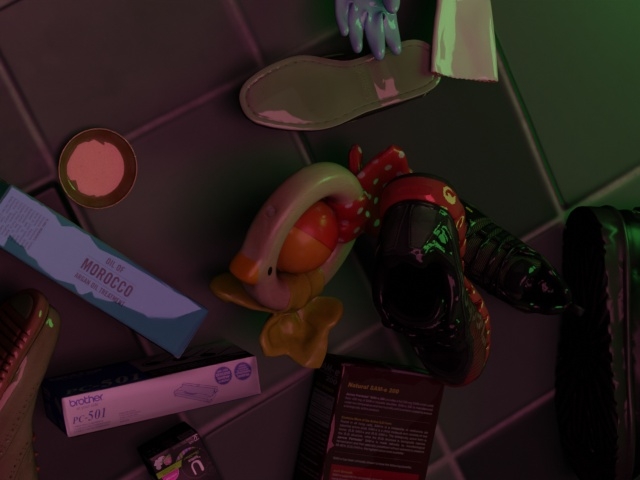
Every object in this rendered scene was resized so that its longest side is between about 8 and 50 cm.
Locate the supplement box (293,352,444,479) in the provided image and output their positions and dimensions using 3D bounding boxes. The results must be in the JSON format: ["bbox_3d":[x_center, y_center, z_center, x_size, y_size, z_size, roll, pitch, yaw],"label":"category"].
[{"bbox_3d":[0.044,0.252,1.994,0.130,0.073,0.239,11,94,-24],"label":"supplement box"}]

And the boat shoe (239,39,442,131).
[{"bbox_3d":[0.015,-0.158,1.931,0.227,0.068,0.081,-13,87,-20],"label":"boat shoe"}]

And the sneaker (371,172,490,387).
[{"bbox_3d":[0.112,0.068,1.874,0.097,0.135,0.276,-1,132,17],"label":"sneaker"}]

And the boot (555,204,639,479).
[{"bbox_3d":[0.416,0.116,2.091,0.260,0.131,0.348,-1,97,-21],"label":"boot"}]

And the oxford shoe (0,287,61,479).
[{"bbox_3d":[-0.329,0.215,1.828,0.130,0.123,0.348,23,97,-29],"label":"oxford shoe"}]

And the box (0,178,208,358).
[{"bbox_3d":[-0.237,0.026,1.841,0.244,0.100,0.060,34,85,-21],"label":"box"}]

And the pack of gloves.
[{"bbox_3d":[0.110,-0.294,1.928,0.195,0.046,0.232,6,77,-23],"label":"pack of gloves"}]

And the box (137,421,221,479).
[{"bbox_3d":[-0.145,0.246,1.930,0.062,0.052,0.083,-28,107,-14],"label":"box"}]

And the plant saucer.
[{"bbox_3d":[-0.230,-0.074,1.875,0.083,0.015,0.083,-3,98,-22],"label":"plant saucer"}]

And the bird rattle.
[{"bbox_3d":[0.000,0.000,1.873,0.253,0.143,0.207,-48,154,2],"label":"bird rattle"}]

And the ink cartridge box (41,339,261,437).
[{"bbox_3d":[-0.176,0.151,1.882,0.207,0.097,0.046,-12,101,-20],"label":"ink cartridge box"}]

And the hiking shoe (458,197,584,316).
[{"bbox_3d":[0.189,0.015,1.998,0.227,0.114,0.086,27,86,-22],"label":"hiking shoe"}]
